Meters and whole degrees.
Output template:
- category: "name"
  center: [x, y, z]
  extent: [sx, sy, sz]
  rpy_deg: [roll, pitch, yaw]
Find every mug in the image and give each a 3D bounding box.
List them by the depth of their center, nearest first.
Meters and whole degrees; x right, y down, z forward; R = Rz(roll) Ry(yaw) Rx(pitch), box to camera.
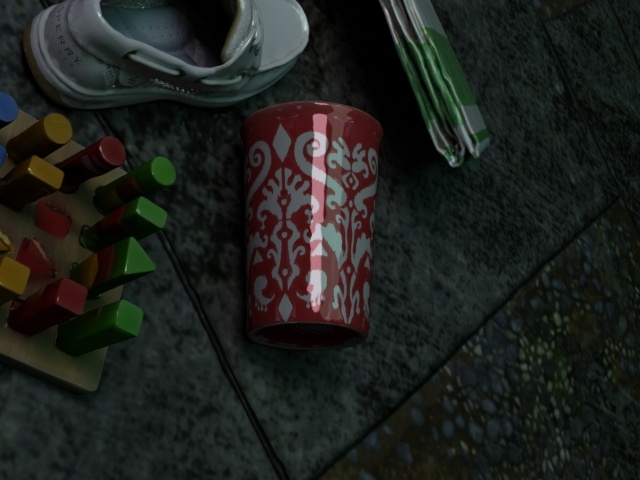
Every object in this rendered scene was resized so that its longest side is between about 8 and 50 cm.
- category: "mug"
  center: [0.005, -0.003, 0.791]
  extent: [0.150, 0.113, 0.169]
  rpy_deg: [19, 63, -41]

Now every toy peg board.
- category: "toy peg board"
  center: [-0.170, -0.013, 0.621]
  extent: [0.161, 0.079, 0.161]
  rpy_deg: [33, 51, -35]

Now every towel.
- category: "towel"
  center: [0.081, -0.226, 0.969]
  extent: [0.324, 0.038, 0.248]
  rpy_deg: [65, 15, -2]

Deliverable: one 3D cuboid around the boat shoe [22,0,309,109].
- category: "boat shoe"
  center: [-0.085, -0.157, 0.765]
  extent: [0.277, 0.096, 0.098]
  rpy_deg: [-24, 92, -50]
